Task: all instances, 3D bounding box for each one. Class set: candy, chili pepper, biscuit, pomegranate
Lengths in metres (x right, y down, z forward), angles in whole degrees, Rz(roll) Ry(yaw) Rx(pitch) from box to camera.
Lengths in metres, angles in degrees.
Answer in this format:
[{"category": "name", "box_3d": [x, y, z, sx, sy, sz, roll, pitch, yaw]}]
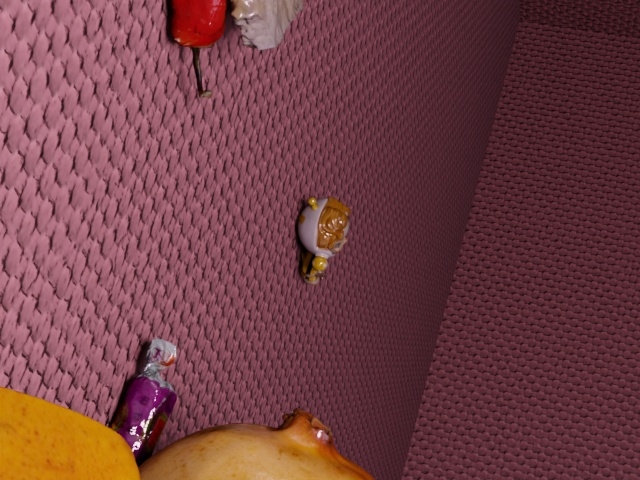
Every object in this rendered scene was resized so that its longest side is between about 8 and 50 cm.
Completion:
[{"category": "candy", "box_3d": [-0.162, 0.167, 1.034, 0.045, 0.043, 0.175, 67, 41, -63]}, {"category": "chili pepper", "box_3d": [-0.100, -0.236, 0.961, 0.059, 0.050, 0.267, -36, 137, -48]}, {"category": "biscuit", "box_3d": [-0.048, -0.263, 1.096, 0.290, 0.038, 0.141, -70, 156, -70]}, {"category": "pomegranate", "box_3d": [-0.058, 0.270, 0.991, 0.264, 0.264, 0.264, 11, 90, -76]}]

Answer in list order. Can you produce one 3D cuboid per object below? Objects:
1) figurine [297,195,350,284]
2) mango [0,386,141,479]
[{"category": "figurine", "box_3d": [0.001, -0.003, 1.530, 0.143, 0.068, 0.101, 97, 12, -74]}, {"category": "mango", "box_3d": [-0.204, 0.146, 0.620, 0.252, 0.126, 0.153, 13, 62, -54]}]
